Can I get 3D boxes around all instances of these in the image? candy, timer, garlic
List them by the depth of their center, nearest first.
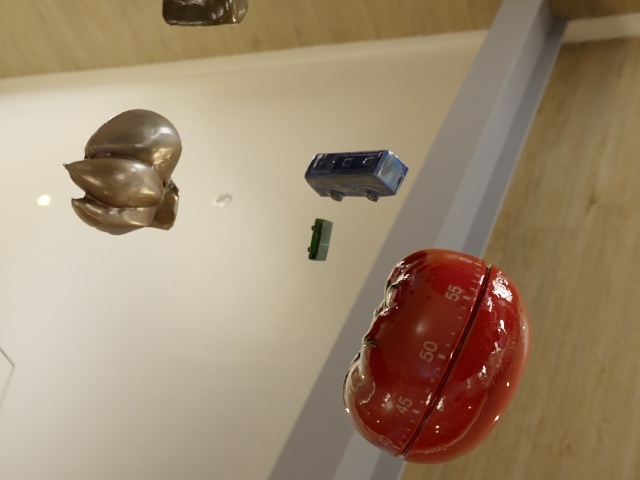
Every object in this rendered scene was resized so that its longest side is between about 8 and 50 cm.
[{"bbox_3d":[0.206,0.204,1.449,0.279,0.378,0.378,26,-131,6],"label":"timer"},{"bbox_3d":[-0.394,-0.142,1.749,0.132,0.325,0.279,17,-99,18],"label":"garlic"},{"bbox_3d":[-0.316,-0.633,2.235,0.234,0.102,0.104,9,-158,24],"label":"candy"}]

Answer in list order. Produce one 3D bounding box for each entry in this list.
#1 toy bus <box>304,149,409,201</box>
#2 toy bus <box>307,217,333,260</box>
[{"bbox_3d":[0.068,-0.135,1.659,0.236,0.094,0.079,4,-126,49],"label":"toy bus"},{"bbox_3d":[0.000,0.000,1.606,0.031,0.083,0.037,5,-172,-39],"label":"toy bus"}]
